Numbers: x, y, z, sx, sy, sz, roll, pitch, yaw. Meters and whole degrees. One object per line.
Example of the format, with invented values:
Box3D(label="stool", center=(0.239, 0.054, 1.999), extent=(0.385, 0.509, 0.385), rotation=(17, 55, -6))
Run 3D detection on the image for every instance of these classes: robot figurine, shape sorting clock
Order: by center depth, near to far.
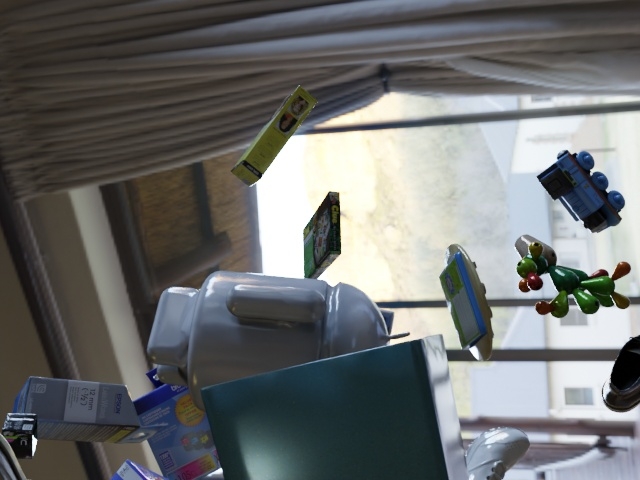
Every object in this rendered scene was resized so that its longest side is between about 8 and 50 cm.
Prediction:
Box3D(label="robot figurine", center=(-0.056, 0.150, 0.957), extent=(0.300, 0.353, 0.200), rotation=(92, -176, -60))
Box3D(label="shape sorting clock", center=(0.256, 0.105, 1.164), extent=(0.206, 0.040, 0.206), rotation=(168, 90, -82))

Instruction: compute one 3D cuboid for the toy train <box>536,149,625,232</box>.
Box3D(label="toy train", center=(0.518, -0.094, 1.335), extent=(0.184, 0.105, 0.080), rotation=(55, 150, 5))

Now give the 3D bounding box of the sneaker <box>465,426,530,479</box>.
Box3D(label="sneaker", center=(0.346, 0.528, 1.471), extent=(0.111, 0.297, 0.129), rotation=(52, 177, -19))

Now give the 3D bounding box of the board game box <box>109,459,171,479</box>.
Box3D(label="board game box", center=(-0.357, 0.603, 1.365), extent=(0.233, 0.078, 0.347), rotation=(-50, -34, -15))

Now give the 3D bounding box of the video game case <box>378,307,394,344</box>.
Box3D(label="video game case", center=(0.036, 0.210, 1.331), extent=(0.023, 0.201, 0.183), rotation=(5, -85, -65))

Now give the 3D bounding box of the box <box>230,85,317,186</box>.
Box3D(label="box", center=(-0.102, -0.229, 1.486), extent=(0.232, 0.058, 0.087), rotation=(-57, 15, -19))

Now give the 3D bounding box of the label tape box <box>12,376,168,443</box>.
Box3D(label="label tape box", center=(-0.598, 0.446, 1.749), extent=(0.249, 0.347, 0.115), rotation=(-39, 47, 51))

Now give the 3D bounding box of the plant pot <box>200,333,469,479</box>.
Box3D(label="plant pot", center=(0.035, 0.206, 0.525), extent=(0.166, 0.165, 0.234), rotation=(20, -124, -74))

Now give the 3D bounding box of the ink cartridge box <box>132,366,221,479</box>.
Box3D(label="ink cartridge box", center=(-0.455, 0.604, 2.294), extent=(0.395, 0.270, 0.151), rotation=(63, -169, 10))

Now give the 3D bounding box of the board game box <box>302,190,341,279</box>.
Box3D(label="board game box", center=(0.000, 0.000, 1.470), extent=(0.260, 0.030, 0.136), rotation=(129, 139, -69))

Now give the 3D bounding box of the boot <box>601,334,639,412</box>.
Box3D(label="boot", center=(0.532, 0.180, 1.072), extent=(0.219, 0.082, 0.106), rotation=(-49, -32, -3))

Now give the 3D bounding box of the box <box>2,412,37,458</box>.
Box3D(label="box", center=(-0.637, 0.415, 1.432), extent=(0.052, 0.062, 0.083), rotation=(-107, 26, -59))

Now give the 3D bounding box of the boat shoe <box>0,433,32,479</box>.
Box3D(label="boat shoe", center=(-0.511, 0.367, 0.998), extent=(0.103, 0.113, 0.302), rotation=(-89, -25, -58))

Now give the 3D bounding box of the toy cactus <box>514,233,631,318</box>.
Box3D(label="toy cactus", center=(0.360, 0.042, 1.026), extent=(0.180, 0.219, 0.112), rotation=(57, 134, 52))
